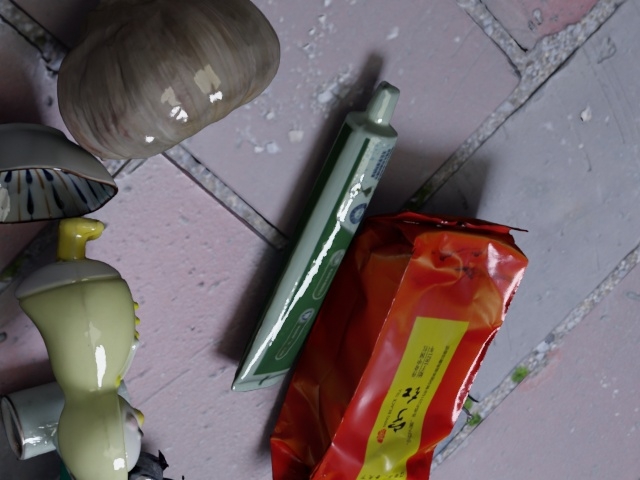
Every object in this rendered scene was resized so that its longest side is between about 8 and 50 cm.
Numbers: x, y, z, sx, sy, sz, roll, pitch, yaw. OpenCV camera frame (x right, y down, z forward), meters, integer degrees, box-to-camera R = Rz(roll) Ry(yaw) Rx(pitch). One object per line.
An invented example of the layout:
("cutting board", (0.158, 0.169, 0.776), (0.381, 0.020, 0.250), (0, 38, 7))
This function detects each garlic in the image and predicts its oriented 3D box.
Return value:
("garlic", (-0.167, -0.196, 1.750), (0.219, 0.218, 0.212), (-29, 100, -11))

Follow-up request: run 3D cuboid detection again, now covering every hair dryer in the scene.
("hair dryer", (-0.236, 0.233, 1.923), (0.131, 0.236, 0.073), (-15, 133, -22))

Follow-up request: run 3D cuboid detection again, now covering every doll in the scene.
("doll", (-0.228, 0.125, 1.858), (0.117, 0.141, 0.296), (-16, 90, -17))

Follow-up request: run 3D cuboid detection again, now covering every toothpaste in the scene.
("toothpaste", (0.000, 0.000, 2.029), (0.099, 0.061, 0.392), (-6, 126, -55))

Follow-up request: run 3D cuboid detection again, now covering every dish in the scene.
("dish", (-0.291, -0.071, 1.778), (0.191, 0.191, 0.066), (5, 72, -32))

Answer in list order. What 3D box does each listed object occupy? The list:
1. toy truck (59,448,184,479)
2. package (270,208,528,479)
("toy truck", (-0.217, 0.376, 2.061), (0.178, 0.176, 0.363), (-16, 135, 16))
("package", (0.082, 0.144, 2.119), (0.196, 0.123, 0.423), (4, 117, -34))
